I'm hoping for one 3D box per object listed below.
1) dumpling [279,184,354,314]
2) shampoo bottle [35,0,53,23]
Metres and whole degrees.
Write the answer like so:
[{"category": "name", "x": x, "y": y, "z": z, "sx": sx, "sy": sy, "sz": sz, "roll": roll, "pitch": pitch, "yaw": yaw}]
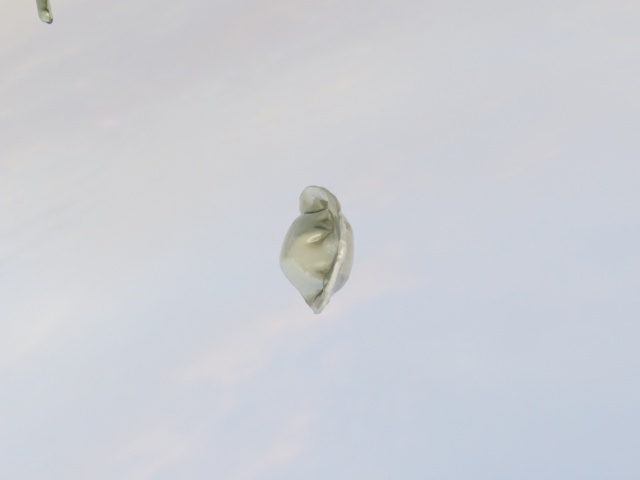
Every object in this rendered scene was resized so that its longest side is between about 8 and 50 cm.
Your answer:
[{"category": "dumpling", "x": 0.001, "y": 0.001, "z": 0.596, "sx": 0.043, "sy": 0.059, "sz": 0.077, "roll": 21, "pitch": -132, "yaw": -2}, {"category": "shampoo bottle", "x": -0.151, "y": -0.242, "z": 0.573, "sx": 0.085, "sy": 0.262, "sz": 0.085, "roll": 9, "pitch": -127, "yaw": -13}]
